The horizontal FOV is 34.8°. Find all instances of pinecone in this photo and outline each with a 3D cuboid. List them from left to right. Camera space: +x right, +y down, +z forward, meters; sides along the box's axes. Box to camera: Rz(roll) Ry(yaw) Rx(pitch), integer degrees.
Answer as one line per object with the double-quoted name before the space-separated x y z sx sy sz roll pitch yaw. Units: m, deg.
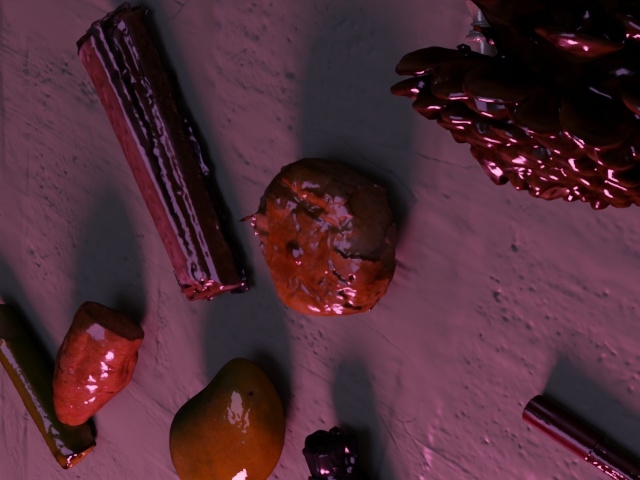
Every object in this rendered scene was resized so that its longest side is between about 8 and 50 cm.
"pinecone" 0.179 -0.157 0.591 0.246 0.246 0.292 25 109 36

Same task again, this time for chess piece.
"chess piece" 0.125 -0.148 0.781 0.042 0.042 0.093 2 103 44

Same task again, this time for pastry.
"pastry" 0.004 -0.002 0.928 0.153 0.081 0.153 10 107 33

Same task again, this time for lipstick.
"lipstick" 0.239 0.181 0.809 0.176 0.027 0.027 33 127 29

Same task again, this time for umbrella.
"umbrella" 0.037 0.305 1.035 0.066 0.059 0.235 6 114 66

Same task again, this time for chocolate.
"chocolate" -0.172 -0.085 1.080 0.102 0.065 0.329 -19 94 46

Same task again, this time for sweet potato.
"sweet potato" -0.285 0.161 1.277 0.097 0.097 0.251 50 139 18

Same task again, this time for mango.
"mango" -0.101 0.215 1.112 0.122 0.085 0.191 58 137 15

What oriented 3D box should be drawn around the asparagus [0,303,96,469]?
"asparagus" -0.400 0.188 1.417 0.277 0.060 0.067 56 155 13
